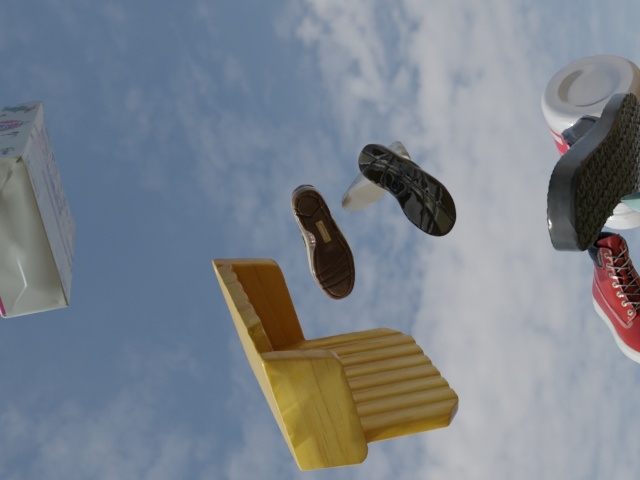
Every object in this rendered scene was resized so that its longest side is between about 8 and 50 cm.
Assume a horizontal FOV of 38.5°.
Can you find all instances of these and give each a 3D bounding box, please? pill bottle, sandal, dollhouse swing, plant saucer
[{"bbox_3d":[0.684,-0.219,2.168,0.408,0.229,0.229,55,-135,-41],"label":"pill bottle"},{"bbox_3d":[0.399,-0.118,1.375,0.445,0.107,0.168,-32,-60,-53],"label":"sandal"},{"bbox_3d":[0.032,0.166,1.556,0.304,0.347,0.315,-21,-61,-9],"label":"dollhouse swing"},{"bbox_3d":[0.160,-0.095,1.633,0.060,0.219,0.090,-7,-49,-59],"label":"sandal"},{"bbox_3d":[0.427,-0.054,1.115,0.119,0.119,0.021,-20,-83,-55],"label":"plant saucer"}]

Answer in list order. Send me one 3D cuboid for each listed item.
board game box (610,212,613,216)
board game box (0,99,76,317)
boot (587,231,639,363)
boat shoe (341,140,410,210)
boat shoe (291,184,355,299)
[{"bbox_3d":[0.492,-0.047,1.724,0.090,0.090,0.020,-21,-72,-51],"label":"board game box"},{"bbox_3d":[-0.432,-0.056,1.331,0.303,0.097,0.224,-117,17,-66],"label":"board game box"},{"bbox_3d":[0.520,0.089,1.534,0.244,0.088,0.176,-117,7,-58],"label":"boot"},{"bbox_3d":[0.109,-0.135,1.894,0.066,0.184,0.063,22,-144,-30],"label":"boat shoe"},{"bbox_3d":[0.008,-0.003,1.920,0.095,0.095,0.258,-115,8,-69],"label":"boat shoe"}]
